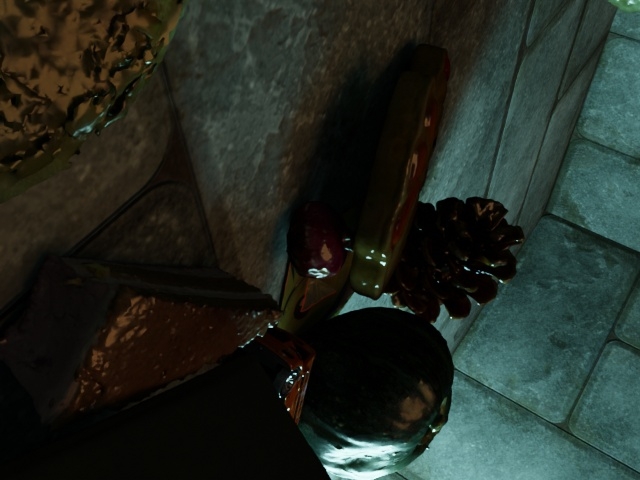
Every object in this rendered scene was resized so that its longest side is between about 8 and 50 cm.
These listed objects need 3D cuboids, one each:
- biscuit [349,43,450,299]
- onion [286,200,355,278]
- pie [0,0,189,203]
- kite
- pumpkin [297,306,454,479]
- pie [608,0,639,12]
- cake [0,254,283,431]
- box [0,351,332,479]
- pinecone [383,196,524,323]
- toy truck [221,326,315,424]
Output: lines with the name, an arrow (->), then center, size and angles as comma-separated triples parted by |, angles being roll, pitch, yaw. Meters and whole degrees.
biscuit -> 0.119, -0.099, 0.944 | 0.359, 0.074, 0.380 | 7, 102, -83
onion -> 0.000, 0.000, 0.869 | 0.107, 0.097, 0.107 | -2, 90, -71
pie -> -0.179, -0.153, 0.245 | 0.297, 0.078, 0.371 | 4, 110, -44
kite -> 0.006, 0.062, 1.059 | 0.377, 0.013, 0.327 | -59, 157, -5
pumpkin -> 0.085, 0.222, 1.076 | 0.293, 0.263, 0.196 | -37, 148, -35
pie -> 0.340, -0.424, 0.683 | 0.180, 0.418, 0.395 | -57, 158, -15
cake -> -0.142, 0.060, 0.602 | 0.295, 0.116, 0.112 | -11, 126, -62
box -> -0.172, 0.275, 0.544 | 0.251, 0.204, 0.345 | -39, 168, 25
pinecone -> 0.237, 0.029, 1.195 | 0.244, 0.244, 0.309 | -49, -166, -29
toy truck -> -0.078, 0.211, 0.924 | 0.114, 0.108, 0.252 | -38, 149, -46
